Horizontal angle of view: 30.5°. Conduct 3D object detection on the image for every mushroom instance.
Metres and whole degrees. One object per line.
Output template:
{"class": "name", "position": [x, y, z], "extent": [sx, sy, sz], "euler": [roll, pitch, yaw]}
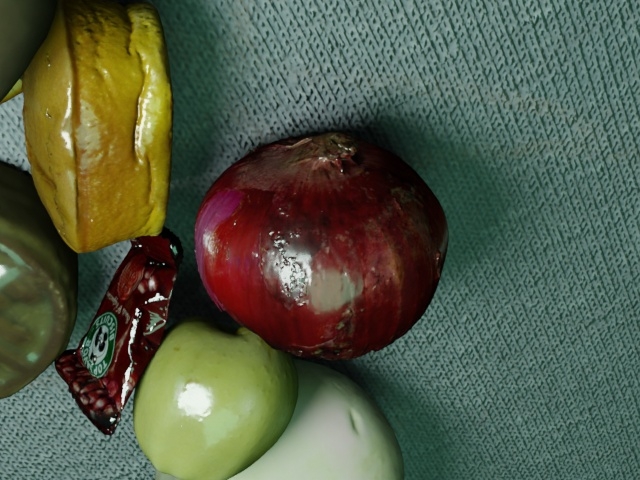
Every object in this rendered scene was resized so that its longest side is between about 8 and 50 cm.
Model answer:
{"class": "mushroom", "position": [-0.031, 0.327, 1.503], "extent": [0.315, 0.315, 0.356], "euler": [-34, 118, 17]}

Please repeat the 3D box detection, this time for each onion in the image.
{"class": "onion", "position": [0.000, 0.000, 1.266], "extent": [0.276, 0.276, 0.276], "euler": [-5, 129, -6]}

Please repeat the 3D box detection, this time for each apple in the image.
{"class": "apple", "position": [-0.123, 0.177, 1.337], "extent": [0.200, 0.200, 0.200], "euler": [-5, 129, -6]}

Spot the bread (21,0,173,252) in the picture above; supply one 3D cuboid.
{"class": "bread", "position": [-0.225, -0.118, 1.179], "extent": [0.143, 0.195, 0.269], "euler": [-4, 126, -16]}

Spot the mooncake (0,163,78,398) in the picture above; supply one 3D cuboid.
{"class": "mooncake", "position": [-0.412, 0.050, 1.303], "extent": [0.285, 0.155, 0.284], "euler": [-5, 127, -7]}

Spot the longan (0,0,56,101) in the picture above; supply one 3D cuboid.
{"class": "longan", "position": [-0.403, -0.253, 0.956], "extent": [0.405, 0.336, 0.404], "euler": [20, 136, 21]}

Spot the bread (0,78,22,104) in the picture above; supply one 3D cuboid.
{"class": "bread", "position": [-0.408, -0.126, 1.161], "extent": [0.226, 0.088, 0.049], "euler": [-36, 126, -38]}

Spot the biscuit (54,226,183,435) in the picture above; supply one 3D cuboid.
{"class": "biscuit", "position": [-0.219, 0.083, 1.311], "extent": [0.063, 0.151, 0.235], "euler": [22, 99, -30]}
